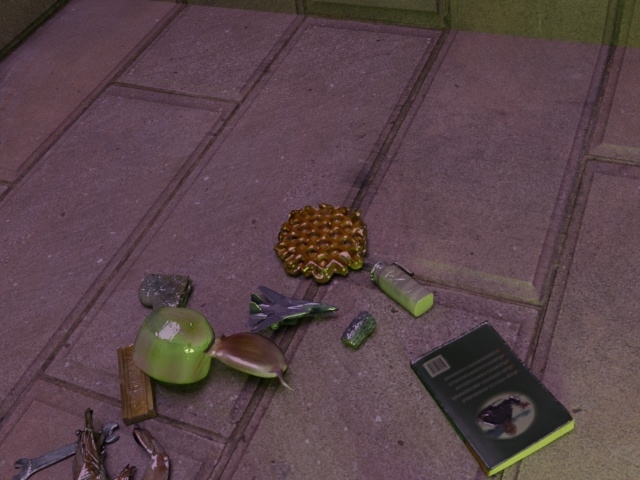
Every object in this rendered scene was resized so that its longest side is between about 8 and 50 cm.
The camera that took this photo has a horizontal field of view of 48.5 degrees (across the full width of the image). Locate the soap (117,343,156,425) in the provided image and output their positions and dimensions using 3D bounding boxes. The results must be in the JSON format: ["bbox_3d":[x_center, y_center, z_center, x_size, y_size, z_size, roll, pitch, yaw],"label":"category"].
[{"bbox_3d":[-0.527,0.401,2.031,0.092,0.037,0.252,-15,47,-5],"label":"soap"}]

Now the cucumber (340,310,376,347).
[{"bbox_3d":[0.107,0.256,2.022,0.064,0.064,0.112,27,58,30],"label":"cucumber"}]

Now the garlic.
[{"bbox_3d":[-0.161,0.331,1.958,0.267,0.128,0.148,13,47,20],"label":"garlic"}]

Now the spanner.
[{"bbox_3d":[-0.688,0.572,1.920,0.302,0.017,0.071,-21,48,-8],"label":"spanner"}]

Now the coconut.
[{"bbox_3d":[-0.404,0.305,1.982,0.205,0.235,0.236,24,57,20],"label":"coconut"}]

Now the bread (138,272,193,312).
[{"bbox_3d":[-0.472,0.170,2.213,0.173,0.064,0.232,-30,51,-13],"label":"bread"}]

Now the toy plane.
[{"bbox_3d":[-0.080,0.211,2.086,0.268,0.088,0.212,4,34,-1],"label":"toy plane"}]

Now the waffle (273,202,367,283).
[{"bbox_3d":[0.000,0.000,2.271,0.302,0.068,0.324,-2,47,9],"label":"waffle"}]

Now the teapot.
[{"bbox_3d":[0.248,0.128,2.102,0.107,0.077,0.200,-34,51,-23],"label":"teapot"}]

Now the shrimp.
[{"bbox_3d":[-0.529,0.577,1.843,0.247,0.085,0.360,-25,55,-17],"label":"shrimp"}]

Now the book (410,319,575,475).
[{"bbox_3d":[0.437,0.396,1.847,0.261,0.043,0.371,-26,47,-10],"label":"book"}]
